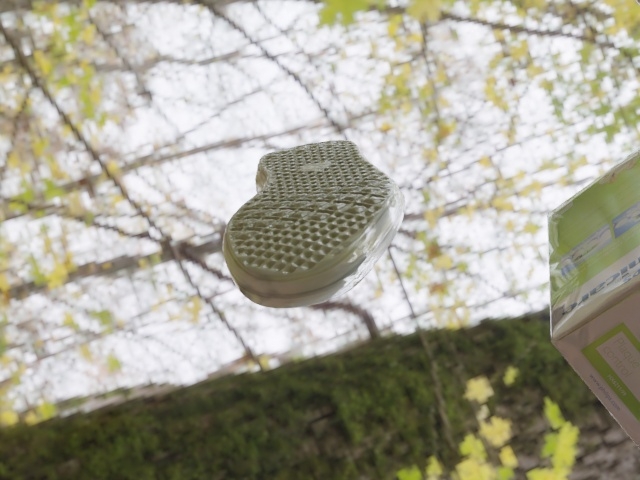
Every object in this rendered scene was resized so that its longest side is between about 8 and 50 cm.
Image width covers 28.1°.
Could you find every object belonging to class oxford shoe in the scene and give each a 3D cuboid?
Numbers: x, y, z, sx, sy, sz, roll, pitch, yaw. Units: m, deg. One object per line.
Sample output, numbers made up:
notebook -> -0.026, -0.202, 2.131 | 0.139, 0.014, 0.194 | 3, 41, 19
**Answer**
oxford shoe -> 0.000, 0.000, 1.247 | 0.449, 0.169, 0.130 | -92, 174, -76

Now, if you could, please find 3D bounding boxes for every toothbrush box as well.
toothbrush box -> 0.276, 0.065, 0.948 | 0.206, 0.122, 0.283 | 49, 18, -9

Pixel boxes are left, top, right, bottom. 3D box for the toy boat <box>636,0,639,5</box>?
toy boat -> 0.385, -0.329, 1.331 | 0.231, 0.151, 0.151 | 57, -41, 18
